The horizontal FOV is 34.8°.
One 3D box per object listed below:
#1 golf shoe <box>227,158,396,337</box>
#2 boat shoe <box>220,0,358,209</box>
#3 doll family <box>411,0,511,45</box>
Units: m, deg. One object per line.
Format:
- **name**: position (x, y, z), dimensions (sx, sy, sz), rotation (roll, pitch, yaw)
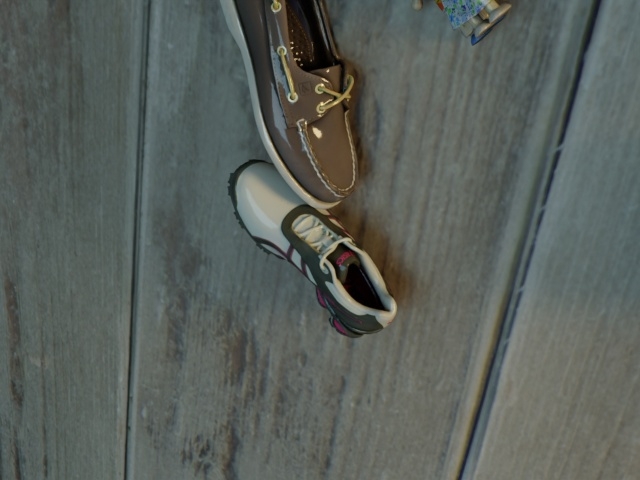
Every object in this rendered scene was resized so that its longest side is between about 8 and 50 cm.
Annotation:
- **golf shoe**: position (0.000, 0.000, 1.264), dimensions (0.273, 0.105, 0.120), rotation (47, 163, -6)
- **boat shoe**: position (-0.020, -0.196, 1.205), dimensions (0.097, 0.117, 0.324), rotation (-14, 98, 41)
- **doll family**: position (0.159, -0.314, 1.019), dimensions (0.163, 0.118, 0.263), rotation (50, 128, 1)
